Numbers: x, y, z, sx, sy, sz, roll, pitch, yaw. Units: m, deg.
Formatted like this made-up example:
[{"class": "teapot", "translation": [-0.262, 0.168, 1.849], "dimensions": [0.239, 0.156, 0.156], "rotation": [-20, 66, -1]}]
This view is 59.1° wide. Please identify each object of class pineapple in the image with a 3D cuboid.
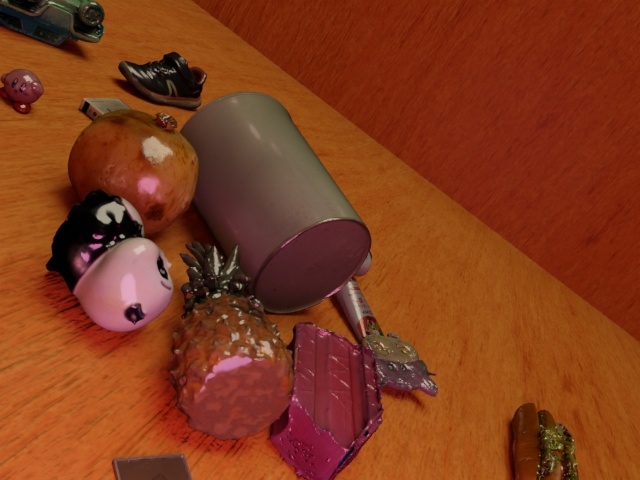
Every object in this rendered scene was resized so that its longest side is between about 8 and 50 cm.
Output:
[{"class": "pineapple", "translation": [-0.147, 0.117, 0.818], "dimensions": [0.169, 0.169, 0.340], "rotation": [23, 19, -31]}]

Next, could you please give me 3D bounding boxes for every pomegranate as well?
[{"class": "pomegranate", "translation": [-0.311, -0.123, 0.967], "dimensions": [0.215, 0.215, 0.215], "rotation": [31, 22, -14]}]

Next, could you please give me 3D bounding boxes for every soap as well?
[{"class": "soap", "translation": [0.010, 0.240, 0.846], "dimensions": [0.162, 0.099, 0.250], "rotation": [32, 21, -12]}]

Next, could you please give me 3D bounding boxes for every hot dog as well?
[{"class": "hot dog", "translation": [0.453, 0.431, 1.123], "dimensions": [0.135, 0.100, 0.337], "rotation": [40, 21, 8]}]

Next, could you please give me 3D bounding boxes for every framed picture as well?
[{"class": "framed picture", "translation": [-0.181, 0.267, 0.623], "dimensions": [0.089, 0.007, 0.066], "rotation": [15, 30, -43]}]

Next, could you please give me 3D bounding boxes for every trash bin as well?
[{"class": "trash bin", "translation": [-0.113, -0.093, 1.127], "dimensions": [0.280, 0.280, 0.432], "rotation": [12, 35, -47]}]

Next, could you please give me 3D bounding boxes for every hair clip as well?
[{"class": "hair clip", "translation": [0.154, 0.243, 1.113], "dimensions": [0.187, 0.056, 0.146], "rotation": [24, 31, -34]}]

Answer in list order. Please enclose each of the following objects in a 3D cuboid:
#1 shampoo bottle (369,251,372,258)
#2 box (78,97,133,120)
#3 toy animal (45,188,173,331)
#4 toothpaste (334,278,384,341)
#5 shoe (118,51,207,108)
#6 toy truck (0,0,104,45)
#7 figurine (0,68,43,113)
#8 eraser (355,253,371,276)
[{"class": "shampoo bottle", "translation": [0.084, -0.005, 1.538], "dimensions": [0.063, 0.057, 0.208], "rotation": [18, 24, -22]}, {"class": "box", "translation": [-0.420, -0.244, 1.297], "dimensions": [0.247, 0.033, 0.129], "rotation": [39, 20, 7]}, {"class": "toy animal", "translation": [-0.279, 0.037, 0.775], "dimensions": [0.179, 0.138, 0.166], "rotation": [46, -20, 5]}, {"class": "toothpaste", "translation": [0.084, 0.162, 1.202], "dimensions": [0.089, 0.057, 0.234], "rotation": [10, 44, -47]}, {"class": "shoe", "translation": [-0.429, -0.465, 1.603], "dimensions": [0.114, 0.137, 0.290], "rotation": [45, 23, 23]}, {"class": "toy truck", "translation": [-0.700, -0.601, 1.445], "dimensions": [0.278, 0.156, 0.155], "rotation": [11, 33, -49]}, {"class": "figurine", "translation": [-0.587, -0.302, 1.108], "dimensions": [0.083, 0.071, 0.067], "rotation": [33, 20, -3]}, {"class": "eraser", "translation": [0.000, 0.000, 1.365], "dimensions": [0.226, 0.081, 0.174], "rotation": [18, 31, -41]}]
